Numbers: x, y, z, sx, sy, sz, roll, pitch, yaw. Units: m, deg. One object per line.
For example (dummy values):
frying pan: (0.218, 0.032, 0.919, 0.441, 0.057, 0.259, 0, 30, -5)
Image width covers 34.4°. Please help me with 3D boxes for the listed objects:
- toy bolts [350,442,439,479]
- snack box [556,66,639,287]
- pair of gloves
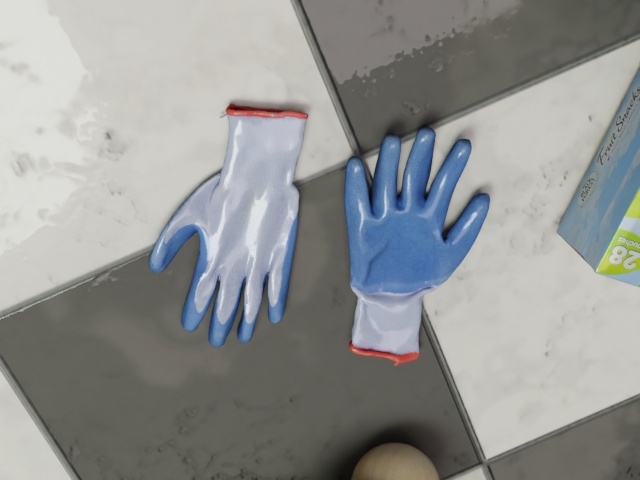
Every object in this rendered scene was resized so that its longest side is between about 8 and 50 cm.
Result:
toy bolts: (0.037, 0.247, 0.705, 0.218, 0.158, 0.228, 1, 134, 33)
snack box: (0.277, -0.038, 0.626, 0.207, 0.070, 0.175, 18, 109, -16)
pair of gloves: (0.000, 0.000, 0.620, 0.198, 0.023, 0.159, 6, 112, -14)
